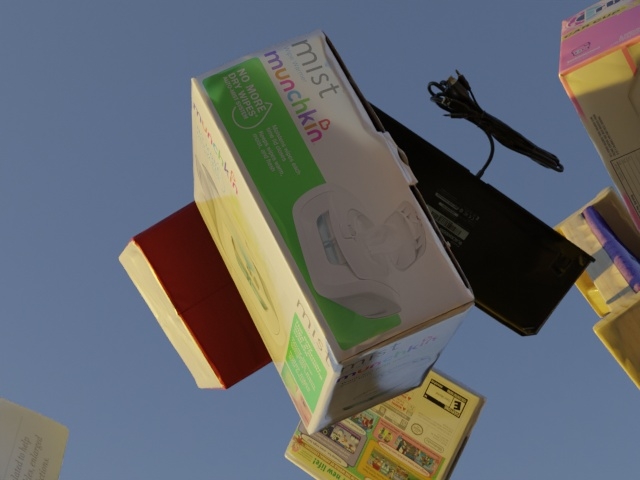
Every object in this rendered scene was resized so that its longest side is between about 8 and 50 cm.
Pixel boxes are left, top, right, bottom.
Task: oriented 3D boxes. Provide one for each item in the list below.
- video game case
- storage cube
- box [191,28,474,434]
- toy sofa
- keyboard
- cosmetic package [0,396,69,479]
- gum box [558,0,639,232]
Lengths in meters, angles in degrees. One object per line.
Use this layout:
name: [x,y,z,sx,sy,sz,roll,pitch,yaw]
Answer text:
video game case: [0.074,0.225,1.410,0.023,0.212,0.193,18,-82,-54]
storage cube: [-0.084,0.034,1.265,0.193,0.215,0.184,-32,-88,-14]
box: [0.000,0.000,0.994,0.126,0.262,0.231,-23,-17,-14]
toy sofa: [0.406,0.049,1.426,0.177,0.362,0.150,-37,-77,12]
keyboard: [0.160,-0.054,1.284,0.317,0.033,0.201,34,-76,-5]
cosmetic package: [-0.289,0.205,0.804,0.151,0.151,0.184,28,-60,-19]
gum box: [0.220,-0.056,0.745,0.062,0.107,0.188,-24,-71,22]
